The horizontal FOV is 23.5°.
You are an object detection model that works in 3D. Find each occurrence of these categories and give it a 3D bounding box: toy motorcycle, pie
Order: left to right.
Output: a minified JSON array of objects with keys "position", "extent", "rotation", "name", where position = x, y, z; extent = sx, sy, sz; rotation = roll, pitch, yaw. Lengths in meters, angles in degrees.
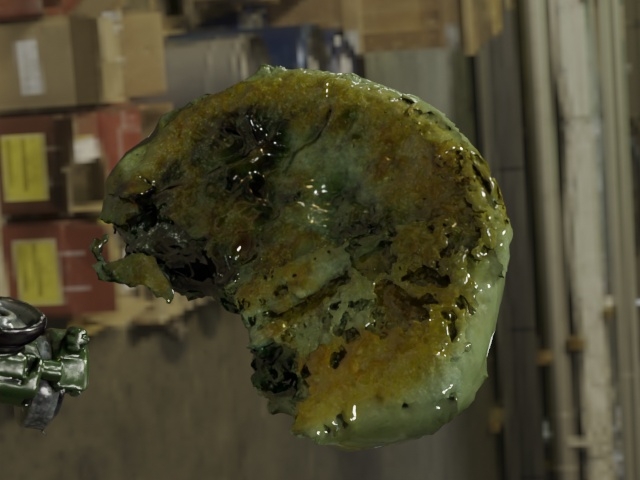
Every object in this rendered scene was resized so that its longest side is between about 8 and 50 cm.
[{"position":[-0.303,0.069,1.247],"extent":[0.275,0.205,0.127],"rotation":[-153,-105,-67],"name":"toy motorcycle"},{"position":[0.000,0.000,1.250],"extent":[0.296,0.371,0.078],"rotation":[-43,154,-14],"name":"pie"}]
